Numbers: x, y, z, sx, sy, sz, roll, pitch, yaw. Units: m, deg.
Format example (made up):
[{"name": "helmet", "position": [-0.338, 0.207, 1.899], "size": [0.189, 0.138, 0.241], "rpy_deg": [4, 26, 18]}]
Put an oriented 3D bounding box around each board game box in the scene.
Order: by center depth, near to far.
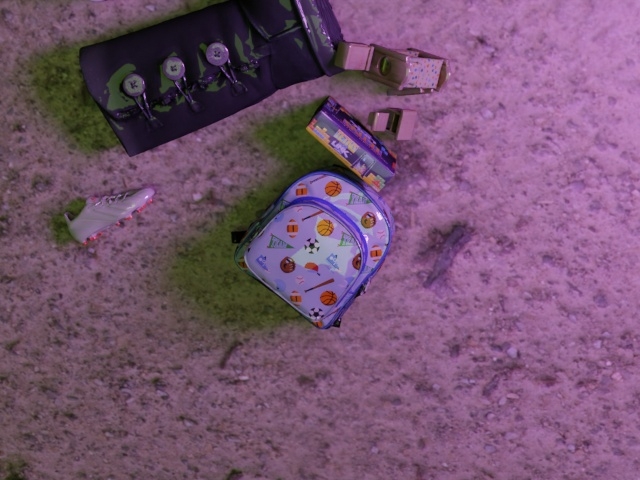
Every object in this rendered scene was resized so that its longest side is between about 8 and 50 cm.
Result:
[{"name": "board game box", "position": [0.058, -0.174, 1.530], "size": [0.170, 0.141, 0.048], "rpy_deg": [40, 108, -9]}]

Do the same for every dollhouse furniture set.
[{"name": "dollhouse furniture set", "position": [0.114, -0.243, 1.468], "size": [0.101, 0.182, 0.161], "rpy_deg": [31, 118, 42]}]

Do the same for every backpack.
[{"name": "backpack", "position": [0.000, 0.000, 1.571], "size": [0.276, 0.213, 0.263], "rpy_deg": [38, 98, -4]}]

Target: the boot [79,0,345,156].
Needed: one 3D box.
[{"name": "boot", "position": [-0.218, -0.386, 1.498], "size": [0.445, 0.146, 0.367], "rpy_deg": [-18, 101, 18]}]

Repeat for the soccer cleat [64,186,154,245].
[{"name": "soccer cleat", "position": [-0.409, -0.061, 1.659], "size": [0.196, 0.068, 0.076], "rpy_deg": [-28, 101, 17]}]
